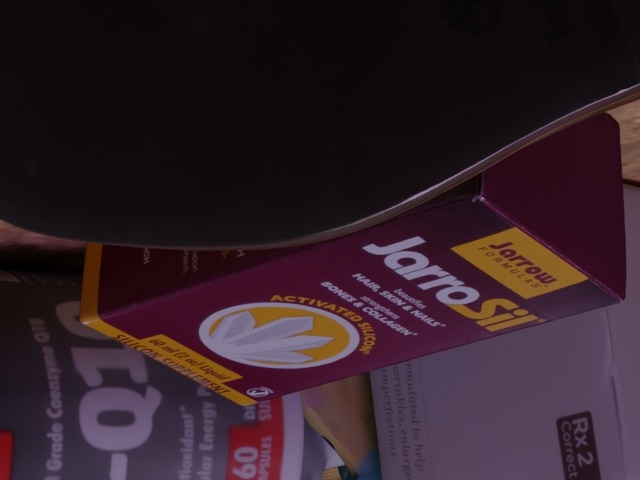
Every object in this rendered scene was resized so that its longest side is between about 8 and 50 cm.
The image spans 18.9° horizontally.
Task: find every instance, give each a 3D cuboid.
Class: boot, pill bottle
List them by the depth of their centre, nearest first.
[{"bbox_3d":[0.037,-0.062,0.569,0.305,0.112,0.115,-14,174,15],"label":"boot"},{"bbox_3d":[-0.164,0.093,0.902,0.283,0.161,0.161,3,161,-36],"label":"pill bottle"}]

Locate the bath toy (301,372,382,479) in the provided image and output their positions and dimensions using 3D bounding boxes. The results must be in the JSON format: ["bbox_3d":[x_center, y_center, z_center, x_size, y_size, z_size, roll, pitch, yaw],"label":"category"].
[{"bbox_3d":[-0.056,0.129,1.127,0.151,0.129,0.348,-7,168,-36],"label":"bath toy"}]

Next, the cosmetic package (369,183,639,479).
[{"bbox_3d":[0.139,0.067,0.978,0.183,0.151,0.151,9,158,-44],"label":"cosmetic package"}]

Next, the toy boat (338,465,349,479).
[{"bbox_3d":[0.121,0.153,1.283,0.267,0.148,0.318,-3,164,-18],"label":"toy boat"}]

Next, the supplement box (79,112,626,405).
[{"bbox_3d":[0.011,-0.006,0.742,0.188,0.081,0.104,-18,147,33],"label":"supplement box"}]
